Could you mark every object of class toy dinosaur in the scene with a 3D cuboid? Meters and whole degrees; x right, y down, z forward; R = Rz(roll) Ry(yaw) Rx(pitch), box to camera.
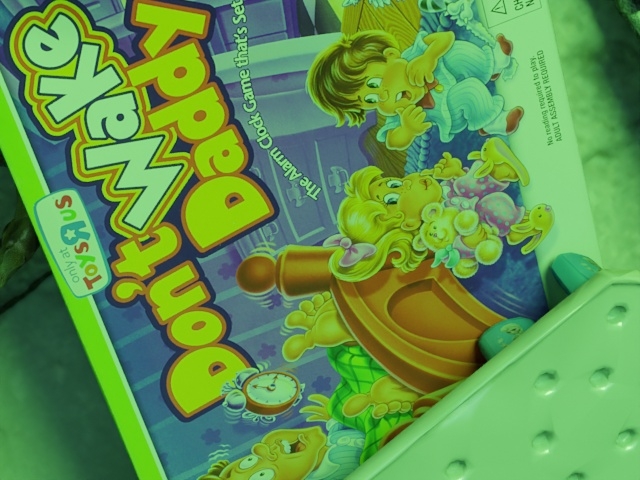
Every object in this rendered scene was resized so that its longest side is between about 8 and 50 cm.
[{"bbox_3d":[-0.139,-0.074,0.726,0.053,0.092,0.183,-7,102,-7],"label":"toy dinosaur"}]

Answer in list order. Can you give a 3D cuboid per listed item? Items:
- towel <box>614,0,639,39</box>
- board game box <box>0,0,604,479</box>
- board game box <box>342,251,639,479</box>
[{"bbox_3d":[0.293,-0.092,0.743,0.235,0.121,0.284,-32,84,7],"label":"towel"},{"bbox_3d":[0.000,0.000,0.708,0.233,0.078,0.347,-23,120,-8],"label":"board game box"},{"bbox_3d":[0.081,0.248,0.781,0.390,0.050,0.390,-39,122,1],"label":"board game box"}]
